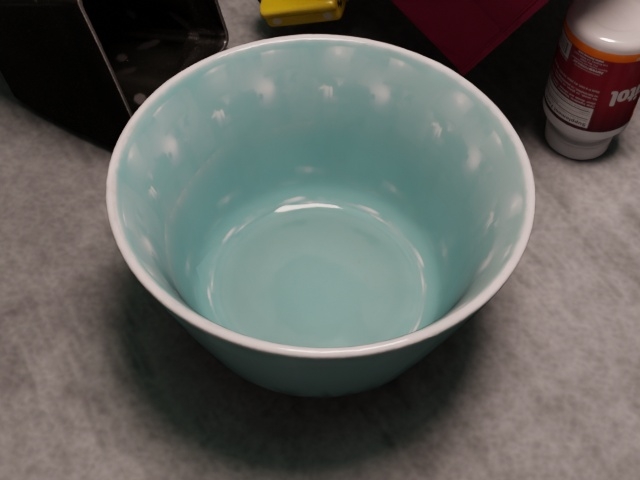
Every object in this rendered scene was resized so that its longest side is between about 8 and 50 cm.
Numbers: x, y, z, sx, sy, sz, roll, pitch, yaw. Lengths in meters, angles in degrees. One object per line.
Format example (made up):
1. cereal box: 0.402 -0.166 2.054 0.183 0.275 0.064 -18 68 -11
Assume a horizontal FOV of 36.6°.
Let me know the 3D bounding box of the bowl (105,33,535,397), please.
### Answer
1. bowl: 0.000 0.000 0.767 0.312 0.163 0.311 0 51 0

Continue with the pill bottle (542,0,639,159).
1. pill bottle: 0.255 -0.150 0.896 0.086 0.152 0.086 1 52 -1

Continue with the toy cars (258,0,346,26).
1. toy cars: -0.063 -0.352 1.091 0.176 0.087 0.393 -36 55 -8

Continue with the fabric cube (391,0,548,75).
1. fabric cube: 0.161 -0.352 0.873 0.258 0.259 0.254 45 78 -3

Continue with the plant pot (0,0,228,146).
1. plant pot: -0.220 -0.213 0.928 0.167 0.187 0.188 7 51 22
